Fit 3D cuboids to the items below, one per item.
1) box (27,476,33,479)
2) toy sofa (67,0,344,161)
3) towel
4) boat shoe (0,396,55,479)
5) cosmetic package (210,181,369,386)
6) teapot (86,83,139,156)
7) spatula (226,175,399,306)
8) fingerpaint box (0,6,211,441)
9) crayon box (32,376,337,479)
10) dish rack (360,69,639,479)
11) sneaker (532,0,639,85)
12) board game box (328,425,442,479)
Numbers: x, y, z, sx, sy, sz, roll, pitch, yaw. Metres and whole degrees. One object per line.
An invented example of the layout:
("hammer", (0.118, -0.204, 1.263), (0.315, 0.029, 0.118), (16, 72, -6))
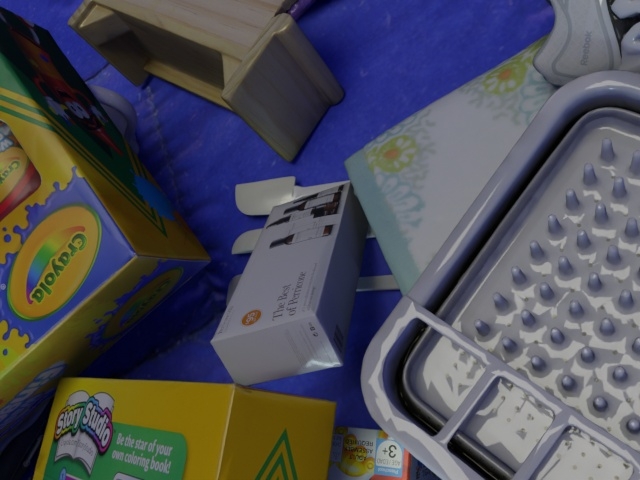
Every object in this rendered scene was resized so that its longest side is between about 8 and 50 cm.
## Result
("box", (-0.321, 0.417, 0.745), (0.159, 0.044, 0.233), (-51, 56, 3))
("toy sofa", (-0.141, -0.261, 0.841), (0.363, 0.150, 0.177), (29, 82, 34))
("towel", (0.220, -0.009, 0.582), (0.321, 0.090, 0.374), (-29, 60, 11))
("boat shoe", (-0.384, 0.240, 0.826), (0.095, 0.079, 0.254), (29, 89, 31))
("cosmetic package", (-0.019, 0.030, 0.619), (0.099, 0.060, 0.239), (-19, 26, 19))
("teapot", (-0.392, -0.122, 0.902), (0.253, 0.187, 0.256), (33, 87, 33))
("spatula", (0.000, 0.000, 0.746), (0.242, 0.019, 0.168), (-5, 68, 24))
("fingerpaint box", (-0.412, 0.017, 0.720), (0.445, 0.163, 0.371), (-39, 77, 10))
("crayon box", (-0.153, 0.278, 0.543), (0.363, 0.106, 0.312), (-13, 62, 50))
("dish rack", (0.222, 0.060, 0.459), (0.286, 0.072, 0.332), (34, 86, 33))
("sneaker", (0.221, -0.272, 0.543), (0.118, 0.110, 0.291), (-5, 89, 39))
("board game box", (0.026, 0.300, 0.538), (0.142, 0.144, 0.275), (-4, 69, 29))
